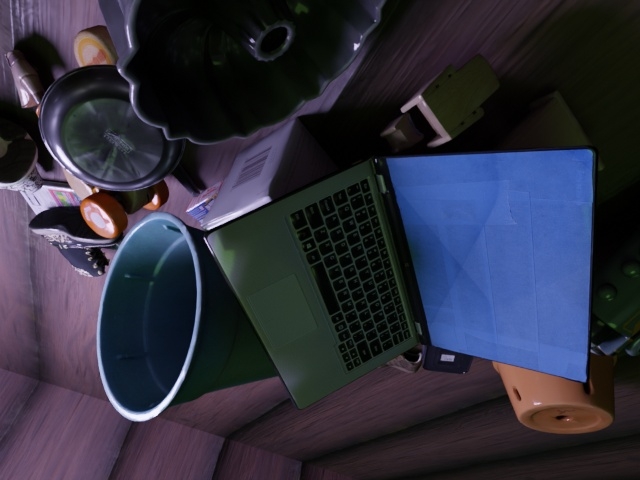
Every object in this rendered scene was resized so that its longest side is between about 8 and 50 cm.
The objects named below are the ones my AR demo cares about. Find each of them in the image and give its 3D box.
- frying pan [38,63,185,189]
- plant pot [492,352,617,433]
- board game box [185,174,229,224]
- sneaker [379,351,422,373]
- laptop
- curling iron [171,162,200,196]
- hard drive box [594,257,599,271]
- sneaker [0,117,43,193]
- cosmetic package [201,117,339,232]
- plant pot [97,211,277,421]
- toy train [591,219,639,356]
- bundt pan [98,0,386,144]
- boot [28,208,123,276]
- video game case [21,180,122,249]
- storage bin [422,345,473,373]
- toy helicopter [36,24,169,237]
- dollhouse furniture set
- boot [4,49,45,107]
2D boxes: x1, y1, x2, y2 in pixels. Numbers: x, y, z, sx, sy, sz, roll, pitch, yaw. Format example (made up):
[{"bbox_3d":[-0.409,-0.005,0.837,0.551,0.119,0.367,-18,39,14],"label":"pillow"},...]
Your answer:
[{"bbox_3d":[-0.242,-0.176,0.619,0.326,0.053,0.197,-19,131,-8],"label":"frying pan"},{"bbox_3d":[0.583,0.344,1.022,0.290,0.203,0.291,7,140,6],"label":"plant pot"},{"bbox_3d":[-0.165,-0.042,0.882,0.146,0.045,0.193,-22,129,33],"label":"board game box"},{"bbox_3d":[0.214,0.340,1.226,0.188,0.066,0.071,13,123,-9],"label":"sneaker"},{"bbox_3d":[0.118,0.099,0.574,0.408,0.236,0.382,-26,120,-10],"label":"laptop"},{"bbox_3d":[-0.297,-0.181,0.762,0.068,0.035,0.274,0,138,19],"label":"curling iron"},{"bbox_3d":[0.401,0.073,0.844,0.232,0.089,0.181,4,138,10],"label":"hard drive box"},{"bbox_3d":[-0.750,-0.183,0.807,0.410,0.158,0.182,23,156,-6],"label":"sneaker"},{"bbox_3d":[0.000,0.000,0.765,0.156,0.217,0.385,-20,128,31],"label":"cosmetic package"},{"bbox_3d":[-0.193,0.144,0.809,0.341,0.341,0.334,-24,156,35],"label":"plant pot"},{"bbox_3d":[0.555,0.061,0.689,0.190,0.142,0.334,22,115,-33],"label":"toy train"},{"bbox_3d":[-0.081,-0.261,0.449,0.124,0.331,0.331,56,135,10],"label":"bundt pan"},{"bbox_3d":[-0.536,0.013,0.971,0.236,0.085,0.179,7,141,16],"label":"boot"},{"bbox_3d":[-0.593,-0.059,0.985,0.183,0.023,0.201,7,138,6],"label":"video game case"},{"bbox_3d":[0.338,0.274,1.092,0.122,0.084,0.180,3,138,10],"label":"storage bin"},{"bbox_3d":[-0.379,-0.191,0.693,0.235,0.140,0.355,34,133,4],"label":"toy helicopter"},{"bbox_3d":[0.222,-0.122,0.687,0.286,0.198,0.303,51,161,-10],"label":"dollhouse furniture set"},{"bbox_3d":[-0.505,-0.275,0.702,0.118,0.042,0.087,9,126,44],"label":"boot"}]
